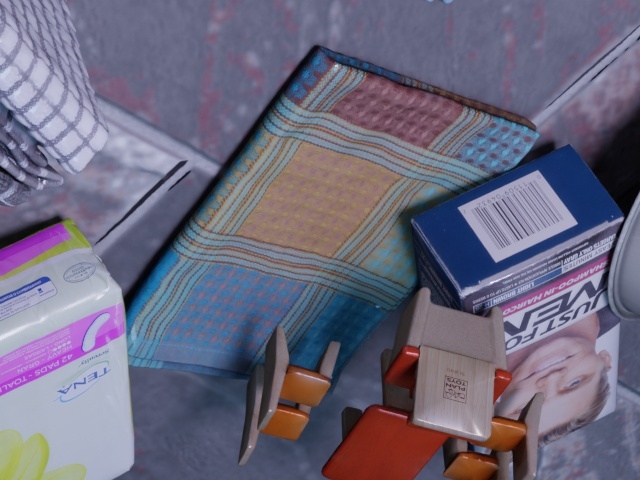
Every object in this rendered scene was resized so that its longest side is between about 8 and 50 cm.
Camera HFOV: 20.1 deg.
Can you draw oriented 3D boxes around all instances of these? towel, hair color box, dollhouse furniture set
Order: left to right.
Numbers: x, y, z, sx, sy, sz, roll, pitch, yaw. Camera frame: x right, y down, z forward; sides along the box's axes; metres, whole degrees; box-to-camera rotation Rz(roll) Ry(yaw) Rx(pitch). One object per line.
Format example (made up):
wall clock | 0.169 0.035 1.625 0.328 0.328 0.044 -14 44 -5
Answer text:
towel | -0.259 -0.173 1.143 0.121 0.284 0.235 -31 139 9
towel | 0.000 0.000 1.653 0.271 0.040 0.370 14 127 -38
dollhouse furniture set | 0.076 0.167 1.630 0.262 0.135 0.259 15 145 -10
hair color box | 0.195 0.078 1.753 0.173 0.105 0.347 -25 146 -10

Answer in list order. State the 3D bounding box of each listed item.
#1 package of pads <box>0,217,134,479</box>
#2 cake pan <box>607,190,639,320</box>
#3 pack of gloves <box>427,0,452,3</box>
package of pads | -0.278 0.136 1.577 0.229 0.101 0.297 -26 145 -24
cake pan | 0.379 -0.037 1.694 0.293 0.054 0.293 -37 147 -29
pack of gloves | 0.160 -0.277 1.427 0.195 0.046 0.232 -15 139 -13
